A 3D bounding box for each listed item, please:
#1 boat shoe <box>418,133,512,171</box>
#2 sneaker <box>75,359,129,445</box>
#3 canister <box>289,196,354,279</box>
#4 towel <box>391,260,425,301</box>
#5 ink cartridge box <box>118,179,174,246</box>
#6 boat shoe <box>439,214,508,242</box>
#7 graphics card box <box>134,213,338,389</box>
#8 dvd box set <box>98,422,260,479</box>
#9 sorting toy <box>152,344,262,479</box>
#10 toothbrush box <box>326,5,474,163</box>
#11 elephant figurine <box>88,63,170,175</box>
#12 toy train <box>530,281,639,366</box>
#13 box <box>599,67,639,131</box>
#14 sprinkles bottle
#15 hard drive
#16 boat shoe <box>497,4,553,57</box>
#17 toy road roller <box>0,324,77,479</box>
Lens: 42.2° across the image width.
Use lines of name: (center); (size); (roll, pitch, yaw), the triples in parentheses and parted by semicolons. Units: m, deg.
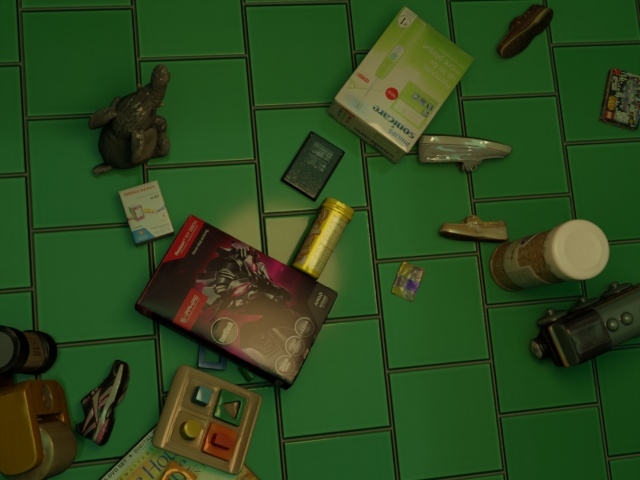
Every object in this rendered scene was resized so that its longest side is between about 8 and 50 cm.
boat shoe: (0.334, -0.202, 1.937); (0.227, 0.079, 0.081); (4, 103, -11)
sneaker: (-0.459, 0.331, 1.728); (0.077, 0.072, 0.178); (17, 74, 4)
canister: (0.000, 0.000, 1.821); (0.073, 0.126, 0.170); (29, 80, -5)
towel: (0.201, 0.092, 1.899); (0.060, 0.009, 0.083); (24, 79, -6)
ink cartridge box: (-0.379, -0.060, 1.804); (0.088, 0.052, 0.122); (-19, 84, -11)
boat shoe: (0.354, -0.030, 1.919); (0.170, 0.063, 0.059); (6, 78, -18)
graphics card box: (-0.176, 0.132, 1.768); (0.371, 0.094, 0.233); (29, 69, -2)
dvd box set: (-0.254, 0.587, 1.725); (0.307, 0.062, 0.420); (-43, 90, -14)
sorting toy: (-0.228, 0.370, 1.715); (0.196, 0.047, 0.348); (23, 61, -14)
toothbrush box: (0.182, -0.354, 1.904); (0.206, 0.122, 0.283); (37, 79, -2)
elephant figurine: (-0.398, -0.247, 1.731); (0.169, 0.239, 0.186); (0, 82, -10)
toy train: (0.640, 0.186, 1.865); (0.334, 0.190, 0.142); (-21, 86, -11)
box: (0.746, -0.347, 2.042); (0.094, 0.027, 0.137); (14, 80, -6)
sprinkles bottle: (0.478, 0.040, 1.775); (0.121, 0.355, 0.121); (1, 82, -9)
hard drive: (-0.017, -0.169, 1.894); (0.094, 0.022, 0.135); (32, 78, -4)
boat shoe: (0.487, -0.509, 2.012); (0.178, 0.064, 0.060); (-43, 60, -14)
toy road roller: (-0.644, 0.329, 1.637); (0.240, 0.202, 0.329); (-18, 80, 1)
